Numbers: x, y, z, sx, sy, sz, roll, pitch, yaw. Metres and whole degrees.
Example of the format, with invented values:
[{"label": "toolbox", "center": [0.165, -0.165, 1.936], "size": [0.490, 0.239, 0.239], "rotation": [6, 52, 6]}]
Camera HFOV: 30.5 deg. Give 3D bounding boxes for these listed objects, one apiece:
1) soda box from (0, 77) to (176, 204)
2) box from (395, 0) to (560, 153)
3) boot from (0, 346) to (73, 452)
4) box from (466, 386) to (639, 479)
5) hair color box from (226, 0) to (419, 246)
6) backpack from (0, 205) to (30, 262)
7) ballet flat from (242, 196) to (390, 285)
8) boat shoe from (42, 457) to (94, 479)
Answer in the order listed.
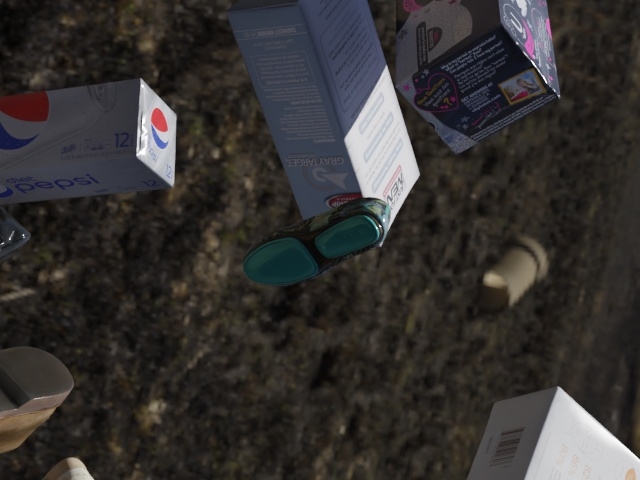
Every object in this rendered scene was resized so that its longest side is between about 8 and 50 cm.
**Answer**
[{"label": "soda box", "center": [-0.305, -0.101, 1.270], "size": [0.098, 0.286, 0.091], "rotation": [45, 43, -65]}, {"label": "box", "center": [0.194, -0.263, 1.510], "size": [0.142, 0.163, 0.247], "rotation": [44, 32, -30]}, {"label": "boot", "center": [-0.394, 0.184, 1.201], "size": [0.305, 0.112, 0.115], "rotation": [5, 125, -56]}, {"label": "box", "center": [0.238, 0.250, 1.149], "size": [0.170, 0.091, 0.130], "rotation": [42, 53, -18]}, {"label": "hair color box", "center": [0.014, -0.191, 1.603], "size": [0.185, 0.113, 0.374], "rotation": [-58, 137, -45]}, {"label": "backpack", "center": [-0.684, -0.065, 1.841], "size": [0.290, 0.273, 0.355], "rotation": [-33, 92, -43]}, {"label": "ballet flat", "center": [0.000, 0.000, 1.280], "size": [0.070, 0.188, 0.070], "rotation": [31, 51, -47]}, {"label": "boat shoe", "center": [-0.354, 0.403, 1.435], "size": [0.109, 0.098, 0.302], "rotation": [16, 111, -41]}]
